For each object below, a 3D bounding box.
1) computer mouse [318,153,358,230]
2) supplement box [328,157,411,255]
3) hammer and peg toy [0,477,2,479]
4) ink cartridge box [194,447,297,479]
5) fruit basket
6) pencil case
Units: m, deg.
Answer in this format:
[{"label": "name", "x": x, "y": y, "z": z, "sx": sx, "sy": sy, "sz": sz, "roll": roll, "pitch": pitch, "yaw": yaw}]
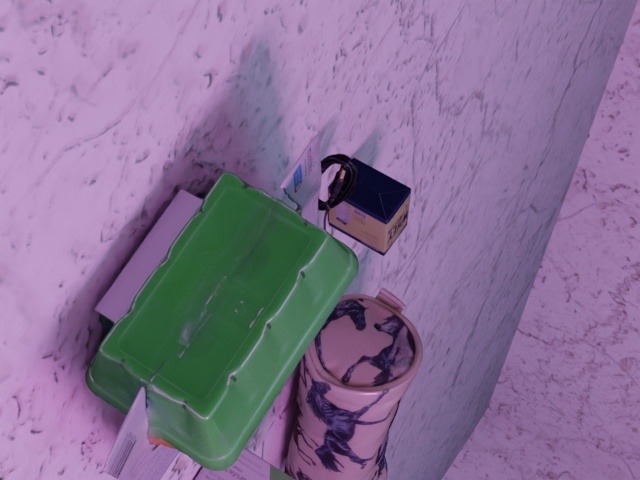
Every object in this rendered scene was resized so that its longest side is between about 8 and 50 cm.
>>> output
[{"label": "computer mouse", "x": 0.000, "y": 0.000, "z": 1.275, "sx": 0.041, "sy": 0.071, "sz": 0.242, "roll": -53, "pitch": 160, "yaw": -43}, {"label": "supplement box", "x": 0.058, "y": -0.040, "z": 1.356, "sx": 0.056, "sy": 0.083, "sz": 0.083, "roll": -52, "pitch": 162, "yaw": -25}, {"label": "hammer and peg toy", "x": -0.330, "y": 0.207, "z": 0.529, "sx": 0.361, "sy": 0.127, "sz": 0.266, "roll": -57, "pitch": 158, "yaw": -14}, {"label": "ink cartridge box", "x": -0.109, "y": 0.379, "z": 1.414, "sx": 0.212, "sy": 0.154, "sz": 0.093, "roll": -57, "pitch": 163, "yaw": -12}, {"label": "fruit basket", "x": -0.098, "y": 0.084, "z": 1.063, "sx": 0.327, "sy": 0.165, "sz": 0.353, "roll": -56, "pitch": 178, "yaw": -14}, {"label": "pencil case", "x": 0.043, "y": 0.248, "z": 1.638, "sx": 0.410, "sy": 0.160, "sz": 0.183, "roll": 98, "pitch": 17, "yaw": -49}]
